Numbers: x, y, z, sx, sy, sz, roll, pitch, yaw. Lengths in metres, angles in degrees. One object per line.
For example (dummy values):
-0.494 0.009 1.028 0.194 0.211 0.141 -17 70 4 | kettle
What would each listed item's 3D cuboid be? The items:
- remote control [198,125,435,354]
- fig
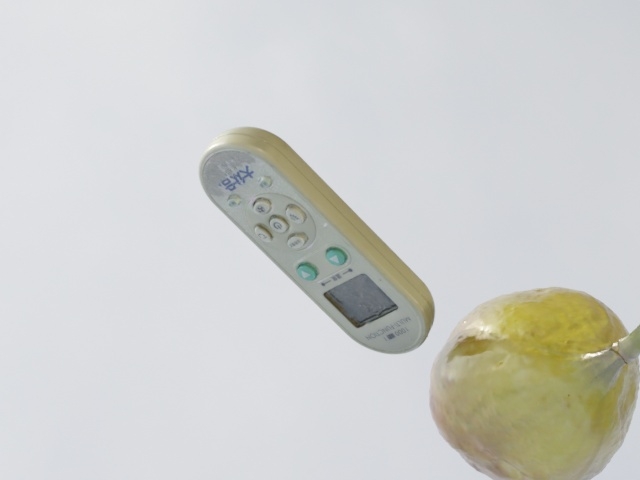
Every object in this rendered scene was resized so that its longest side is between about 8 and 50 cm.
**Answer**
0.000 0.000 1.106 0.221 0.078 0.042 44 -136 -18 | remote control
0.183 0.093 1.091 0.159 0.257 0.159 6 -111 -16 | fig
